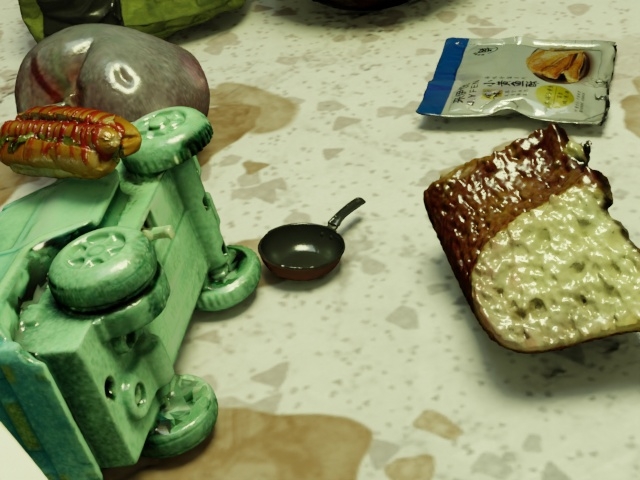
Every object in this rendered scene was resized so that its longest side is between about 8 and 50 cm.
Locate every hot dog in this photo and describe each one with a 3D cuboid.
[{"bbox_3d":[-0.175,-0.069,0.785,0.144,0.038,0.062,9,45,46],"label":"hot dog"}]

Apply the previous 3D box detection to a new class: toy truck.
[{"bbox_3d":[-0.147,0.031,0.791,0.156,0.155,0.279,-8,34,15],"label":"toy truck"}]

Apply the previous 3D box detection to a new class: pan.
[{"bbox_3d":[0.000,0.000,0.914,0.068,0.023,0.115,22,41,33],"label":"pan"}]

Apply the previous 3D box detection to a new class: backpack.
[{"bbox_3d":[-0.207,-0.304,1.289,0.253,0.140,0.207,-7,36,0],"label":"backpack"}]

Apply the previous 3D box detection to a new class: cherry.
[{"bbox_3d":[-0.184,-0.122,1.030,0.176,0.140,0.176,9,17,-3],"label":"cherry"}]

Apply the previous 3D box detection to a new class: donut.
[{"bbox_3d":[0.154,0.011,0.801,0.126,0.144,0.187,-17,66,-2],"label":"donut"}]

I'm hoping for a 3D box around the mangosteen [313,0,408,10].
[{"bbox_3d":[0.054,-0.394,1.253,0.311,0.311,0.311,-5,35,4],"label":"mangosteen"}]

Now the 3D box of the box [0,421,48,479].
[{"bbox_3d":[-0.217,0.139,0.637,0.069,0.164,0.256,-28,40,-28],"label":"box"}]

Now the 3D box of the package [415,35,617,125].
[{"bbox_3d":[0.189,-0.153,1.091,0.173,0.027,0.171,6,37,13],"label":"package"}]
